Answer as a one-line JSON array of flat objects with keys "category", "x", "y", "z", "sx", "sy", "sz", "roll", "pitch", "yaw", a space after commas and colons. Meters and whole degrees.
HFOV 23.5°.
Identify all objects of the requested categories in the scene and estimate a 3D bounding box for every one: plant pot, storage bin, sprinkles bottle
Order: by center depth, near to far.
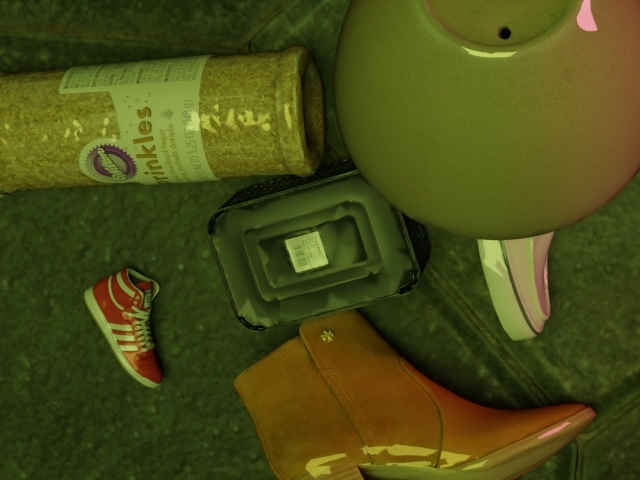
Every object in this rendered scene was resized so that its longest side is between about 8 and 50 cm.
[{"category": "plant pot", "x": 0.144, "y": -0.164, "z": 1.239, "sx": 0.284, "sy": 0.191, "sz": 0.284, "roll": -2, "pitch": 70, "yaw": 5}, {"category": "storage bin", "x": 0.000, "y": 0.000, "z": 1.424, "sx": 0.180, "sy": 0.084, "sz": 0.122, "roll": -16, "pitch": 102, "yaw": 15}, {"category": "sprinkles bottle", "x": -0.178, "y": -0.108, "z": 1.425, "sx": 0.355, "sy": 0.121, "sz": 0.121, "roll": -3, "pitch": 101, "yaw": 13}]

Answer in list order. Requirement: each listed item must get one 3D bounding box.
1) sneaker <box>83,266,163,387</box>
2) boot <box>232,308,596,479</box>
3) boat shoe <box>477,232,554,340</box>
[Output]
[{"category": "sneaker", "x": -0.175, "y": 0.083, "z": 1.507, "sx": 0.067, "sy": 0.042, "sz": 0.118, "roll": -33, "pitch": 91, "yaw": 21}, {"category": "boot", "x": 0.085, "y": 0.143, "z": 1.427, "sx": 0.295, "sy": 0.104, "sz": 0.211, "roll": -21, "pitch": 64, "yaw": -15}, {"category": "boat shoe", "x": 0.185, "y": -0.044, "z": 1.374, "sx": 0.088, "sy": 0.096, "sz": 0.268, "roll": -7, "pitch": 92, "yaw": 19}]
